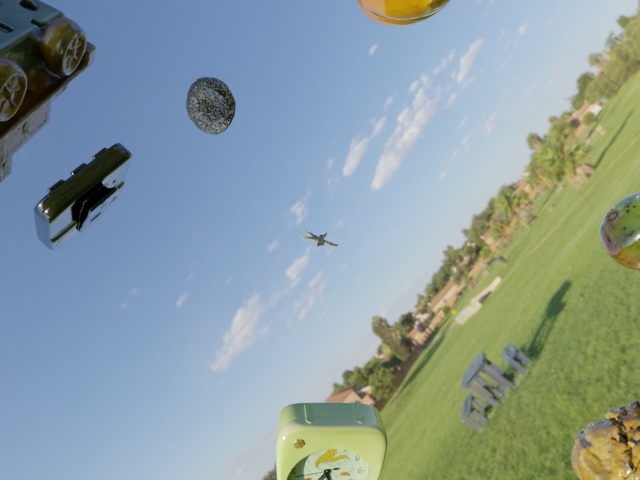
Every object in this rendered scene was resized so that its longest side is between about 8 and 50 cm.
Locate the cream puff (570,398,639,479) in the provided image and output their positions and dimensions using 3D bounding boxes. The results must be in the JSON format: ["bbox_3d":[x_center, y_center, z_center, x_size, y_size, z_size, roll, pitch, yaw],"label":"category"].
[{"bbox_3d":[0.610,0.376,0.784,0.327,0.343,0.231,11,-77,-50],"label":"cream puff"}]

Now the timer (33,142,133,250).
[{"bbox_3d":[-0.338,-0.056,0.704,0.144,0.055,0.187,-49,11,-29],"label":"timer"}]

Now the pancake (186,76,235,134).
[{"bbox_3d":[-0.210,-0.257,0.928,0.114,0.115,0.011,-57,-8,29],"label":"pancake"}]

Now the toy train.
[{"bbox_3d":[-0.465,-0.197,0.662,0.231,0.163,0.369,-53,17,41],"label":"toy train"}]

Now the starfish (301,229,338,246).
[{"bbox_3d":[0.000,0.000,1.056,0.086,0.092,0.016,-114,44,-61],"label":"starfish"}]

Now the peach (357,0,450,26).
[{"bbox_3d":[0.093,-0.287,0.486,0.138,0.138,0.138,-45,-15,-15],"label":"peach"}]

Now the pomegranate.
[{"bbox_3d":[0.746,-0.006,1.079,0.181,0.224,0.181,-59,-6,-9],"label":"pomegranate"}]

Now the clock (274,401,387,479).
[{"bbox_3d":[0.016,0.604,1.316,0.117,0.287,0.347,-107,23,-67],"label":"clock"}]
